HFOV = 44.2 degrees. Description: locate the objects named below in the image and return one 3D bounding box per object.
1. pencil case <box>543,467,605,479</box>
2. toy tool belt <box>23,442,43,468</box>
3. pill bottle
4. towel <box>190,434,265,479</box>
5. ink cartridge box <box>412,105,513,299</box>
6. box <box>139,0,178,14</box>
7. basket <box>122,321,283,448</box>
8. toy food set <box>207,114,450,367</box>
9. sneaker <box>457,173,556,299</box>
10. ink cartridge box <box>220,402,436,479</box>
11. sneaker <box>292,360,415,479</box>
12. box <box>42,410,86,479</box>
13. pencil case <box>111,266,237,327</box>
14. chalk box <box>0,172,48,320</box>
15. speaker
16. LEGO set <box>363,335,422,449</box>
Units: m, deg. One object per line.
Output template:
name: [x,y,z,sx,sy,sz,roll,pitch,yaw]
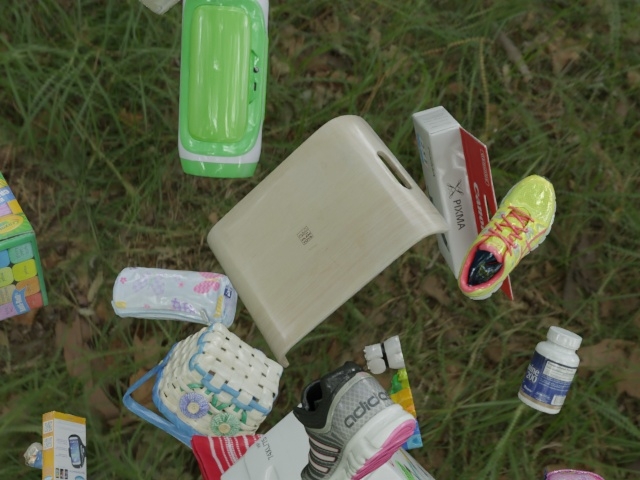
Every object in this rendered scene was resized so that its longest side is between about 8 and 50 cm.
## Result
pencil case: [0.460,0.566,1.454,0.124,0.124,0.284,-3,104,-14]
toy tool belt: [-0.568,0.455,1.630,0.083,0.051,0.052,28,94,-34]
pill bottle: [0.350,0.194,1.192,0.067,0.067,0.120,17,100,-6]
towel: [-0.063,0.360,1.272,0.274,0.199,0.031,1,103,-17]
ink cartridge box: [0.249,-0.065,1.412,0.066,0.261,0.296,-16,114,-1]
box: [-0.048,-0.278,0.465,0.094,0.113,0.275,36,75,-23]
basket: [-0.237,0.318,1.592,0.254,0.289,0.201,34,38,-13]
toy food set: [0.000,0.000,1.097,0.306,0.092,0.220,-41,64,15]
sneaker: [0.264,0.000,1.119,0.081,0.094,0.209,33,102,19]
ink cartridge box: [0.048,0.353,0.964,0.197,0.198,0.270,-42,116,1]
sneaker: [0.014,0.140,0.583,0.063,0.170,0.075,-26,69,-26]
box: [-0.425,0.359,1.310,0.028,0.081,0.136,-17,63,19]
pencil case: [-0.321,0.129,1.754,0.273,0.113,0.124,6,62,11]
chalk box: [-0.581,0.029,1.334,0.179,0.180,0.289,-20,50,-28]
speaker: [-0.145,-0.247,1.177,0.131,0.131,0.297,2,101,-12]
LEGO set: [0.094,0.252,1.189,0.093,0.227,0.087,-13,44,3]
